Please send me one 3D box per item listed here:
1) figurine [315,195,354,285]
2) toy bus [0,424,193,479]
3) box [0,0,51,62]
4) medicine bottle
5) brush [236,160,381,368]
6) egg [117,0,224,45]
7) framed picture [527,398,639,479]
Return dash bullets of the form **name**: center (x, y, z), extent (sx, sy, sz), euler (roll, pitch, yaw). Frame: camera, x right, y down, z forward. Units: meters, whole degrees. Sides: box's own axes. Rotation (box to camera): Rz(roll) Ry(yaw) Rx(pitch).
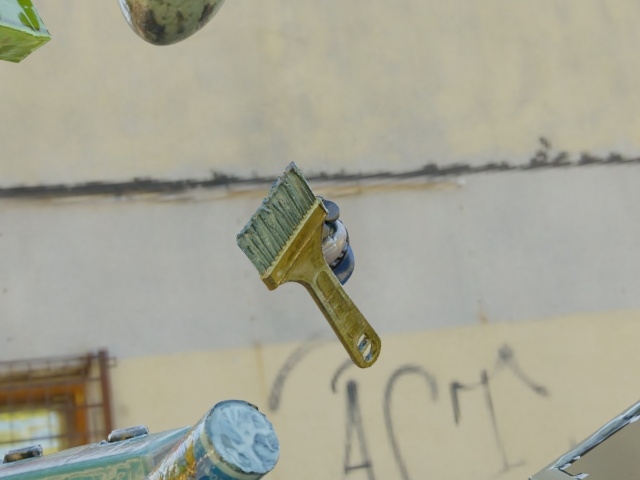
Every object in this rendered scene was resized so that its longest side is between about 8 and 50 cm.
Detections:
- **figurine**: center (-0.008, -0.004, 1.205), extent (0.079, 0.077, 0.136), euler (24, -14, 21)
- **toy bus**: center (-0.221, 0.219, 1.012), extent (0.261, 0.091, 0.109), euler (-16, -2, 24)
- **box**: center (-0.345, -0.299, 0.924), extent (0.047, 0.335, 0.187), euler (-32, -6, 13)
- **medicine bottle**: center (-0.092, 0.164, 0.714), extent (0.051, 0.051, 0.191), euler (4, -40, -38)
- **brush**: center (0.002, 0.036, 0.918), extent (0.010, 0.082, 0.218), euler (14, -30, 38)
- **egg**: center (-0.166, -0.307, 1.318), extent (0.141, 0.182, 0.141), euler (14, -4, 1)
- **framed picture**: center (0.211, 0.071, 0.543), extent (0.216, 0.016, 0.273), euler (-35, -3, -3)
